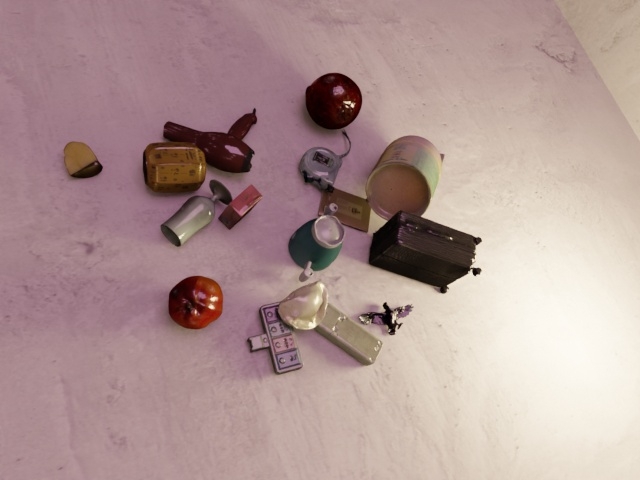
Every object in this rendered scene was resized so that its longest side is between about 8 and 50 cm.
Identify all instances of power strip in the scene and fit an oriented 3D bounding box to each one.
[{"bbox_3d":[0.067,0.290,1.782,0.288,0.053,0.093,36,59,-3],"label":"power strip"},{"bbox_3d":[-0.150,0.303,1.684,0.145,0.061,0.216,-10,70,-20],"label":"power strip"}]

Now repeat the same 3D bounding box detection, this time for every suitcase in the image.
[{"bbox_3d":[0.361,0.043,1.925,0.335,0.229,0.152,18,61,-15],"label":"suitcase"}]

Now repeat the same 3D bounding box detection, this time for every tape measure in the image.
[{"bbox_3d":[0.028,-0.335,2.045,0.164,0.084,0.330,23,58,-9],"label":"tape measure"}]

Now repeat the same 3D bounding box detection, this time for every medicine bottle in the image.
[{"bbox_3d":[0.324,-0.255,2.032,0.235,0.236,0.406,37,35,-4],"label":"medicine bottle"}]

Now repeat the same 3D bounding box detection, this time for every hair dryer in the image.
[{"bbox_3d":[-0.337,-0.391,1.923,0.312,0.123,0.340,25,47,1],"label":"hair dryer"}]

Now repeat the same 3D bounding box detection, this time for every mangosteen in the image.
[{"bbox_3d":[0.036,-0.541,2.097,0.215,0.215,0.257,-8,38,-27],"label":"mangosteen"}]

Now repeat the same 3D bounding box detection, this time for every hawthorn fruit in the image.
[{"bbox_3d":[-0.358,0.178,1.567,0.157,0.194,0.157,0,91,-1],"label":"hawthorn fruit"}]

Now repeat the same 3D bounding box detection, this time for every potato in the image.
[{"bbox_3d":[-0.725,-0.249,1.680,0.096,0.066,0.103,-22,80,-5],"label":"potato"}]

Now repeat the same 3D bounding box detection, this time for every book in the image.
[{"bbox_3d":[0.092,-0.118,2.011,0.198,0.016,0.138,19,60,-14],"label":"book"}]

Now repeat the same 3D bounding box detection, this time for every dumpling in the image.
[{"bbox_3d":[-0.037,0.208,1.706,0.169,0.100,0.134,-32,98,-55],"label":"dumpling"}]

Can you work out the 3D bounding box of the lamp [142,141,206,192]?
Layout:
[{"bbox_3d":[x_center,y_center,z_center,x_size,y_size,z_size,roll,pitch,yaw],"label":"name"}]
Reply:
[{"bbox_3d":[-0.463,-0.231,1.741,0.185,0.161,0.161,-2,67,-25],"label":"lamp"}]

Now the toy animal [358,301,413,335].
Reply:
[{"bbox_3d":[0.235,0.263,1.875,0.220,0.062,0.108,-11,53,-27],"label":"toy animal"}]

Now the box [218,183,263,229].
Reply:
[{"bbox_3d":[-0.257,-0.106,1.770,0.060,0.156,0.111,48,58,-5],"label":"box"}]

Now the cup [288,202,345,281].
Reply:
[{"bbox_3d":[0.000,0.000,1.821,0.167,0.173,0.300,27,58,-11],"label":"cup"}]

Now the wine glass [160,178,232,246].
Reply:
[{"bbox_3d":[-0.390,-0.085,1.733,0.103,0.103,0.231,43,61,0],"label":"wine glass"}]
